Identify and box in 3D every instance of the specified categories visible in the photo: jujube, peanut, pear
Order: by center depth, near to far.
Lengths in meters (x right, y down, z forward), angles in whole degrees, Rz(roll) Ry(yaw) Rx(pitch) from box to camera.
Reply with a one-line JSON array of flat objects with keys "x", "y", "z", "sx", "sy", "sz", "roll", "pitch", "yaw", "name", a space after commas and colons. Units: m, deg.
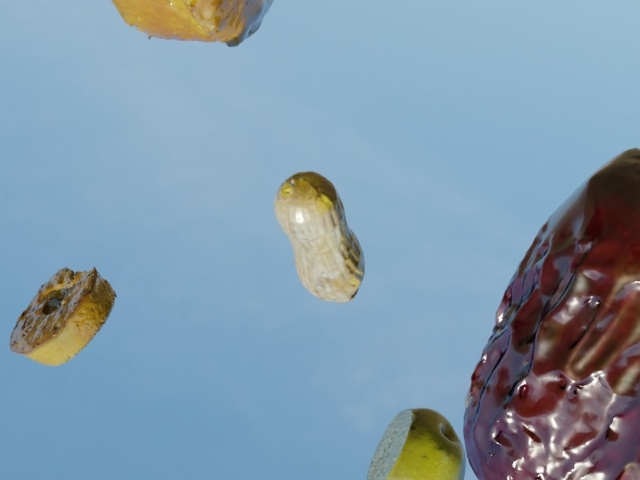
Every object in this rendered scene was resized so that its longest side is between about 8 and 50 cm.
[{"x": 0.290, "y": 0.096, "z": 1.690, "sx": 0.258, "sy": 0.376, "sz": 0.258, "roll": 20, "pitch": -177, "yaw": -1, "name": "jujube"}, {"x": 0.000, "y": 0.000, "z": 2.076, "sx": 0.087, "sy": 0.206, "sz": 0.087, "roll": -11, "pitch": -135, "yaw": 12, "name": "peanut"}, {"x": 0.124, "y": 0.278, "z": 2.076, "sx": 0.104, "sy": 0.141, "sz": 0.141, "roll": 31, "pitch": -162, "yaw": -11, "name": "pear"}]

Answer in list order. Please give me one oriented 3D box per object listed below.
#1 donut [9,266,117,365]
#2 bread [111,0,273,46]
[{"x": -0.219, "y": 0.068, "z": 1.460, "sx": 0.043, "sy": 0.097, "sz": 0.108, "roll": 42, "pitch": 167, "yaw": -22, "name": "donut"}, {"x": -0.125, "y": -0.312, "z": 1.698, "sx": 0.146, "sy": 0.268, "sz": 0.268, "roll": -5, "pitch": -166, "yaw": 20, "name": "bread"}]
